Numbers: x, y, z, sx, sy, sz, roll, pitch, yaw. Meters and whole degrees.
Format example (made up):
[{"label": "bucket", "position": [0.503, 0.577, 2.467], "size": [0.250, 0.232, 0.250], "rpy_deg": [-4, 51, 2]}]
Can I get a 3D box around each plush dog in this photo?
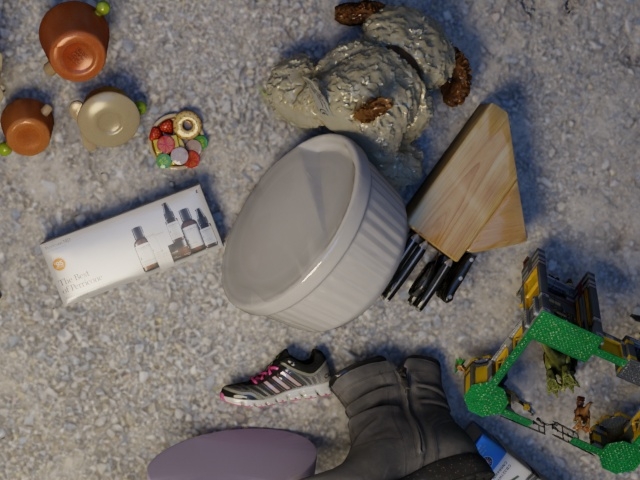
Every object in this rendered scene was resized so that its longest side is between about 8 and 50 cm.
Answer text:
[{"label": "plush dog", "position": [0.090, -0.229, 1.638], "size": [0.262, 0.210, 0.225], "rpy_deg": [36, 67, -6]}]

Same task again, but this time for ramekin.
[{"label": "ramekin", "position": [0.000, 0.000, 1.601], "size": [0.127, 0.273, 0.272], "rpy_deg": [33, 91, -30]}]

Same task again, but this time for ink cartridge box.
[{"label": "ink cartridge box", "position": [0.262, 0.389, 1.739], "size": [0.203, 0.086, 0.148], "rpy_deg": [38, 90, -6]}]

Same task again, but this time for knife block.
[{"label": "knife block", "position": [0.162, -0.044, 1.694], "size": [0.242, 0.088, 0.275], "rpy_deg": [-10, 96, -5]}]

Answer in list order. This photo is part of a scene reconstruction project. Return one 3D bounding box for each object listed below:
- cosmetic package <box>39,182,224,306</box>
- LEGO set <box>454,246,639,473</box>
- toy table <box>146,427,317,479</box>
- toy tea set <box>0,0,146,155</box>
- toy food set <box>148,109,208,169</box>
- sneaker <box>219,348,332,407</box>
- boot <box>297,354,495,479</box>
[{"label": "cosmetic package", "position": [-0.265, 0.005, 1.674], "size": [0.239, 0.060, 0.098], "rpy_deg": [-21, 95, -3]}, {"label": "LEGO set", "position": [0.371, 0.164, 1.715], "size": [0.331, 0.192, 0.254], "rpy_deg": [18, 122, -3]}, {"label": "toy table", "position": [-0.125, 0.376, 1.639], "size": [0.274, 0.252, 0.160], "rpy_deg": [-3, 107, -37]}, {"label": "toy tea set", "position": [-0.420, -0.212, 1.637], "size": [0.336, 0.124, 0.200], "rpy_deg": [-12, 125, -7]}, {"label": "toy food set", "position": [-0.203, -0.140, 1.688], "size": [0.083, 0.020, 0.082], "rpy_deg": [-15, 96, -4]}, {"label": "sneaker", "position": [-0.063, 0.195, 1.707], "size": [0.171, 0.063, 0.074], "rpy_deg": [-8, 96, -9]}, {"label": "boot", "position": [0.057, 0.274, 1.620], "size": [0.338, 0.222, 0.118], "rpy_deg": [-2, 139, -36]}]
